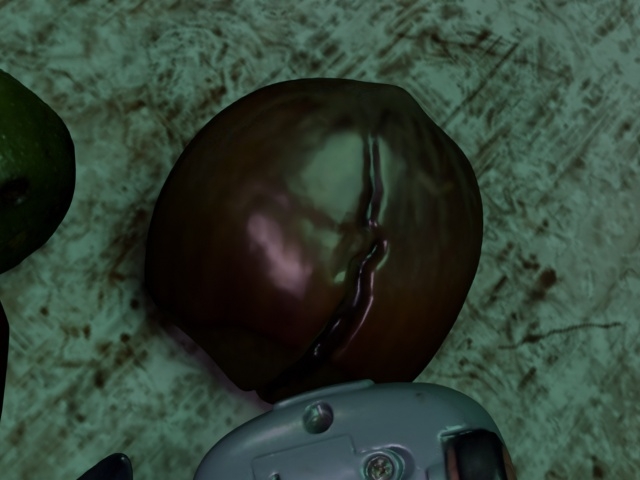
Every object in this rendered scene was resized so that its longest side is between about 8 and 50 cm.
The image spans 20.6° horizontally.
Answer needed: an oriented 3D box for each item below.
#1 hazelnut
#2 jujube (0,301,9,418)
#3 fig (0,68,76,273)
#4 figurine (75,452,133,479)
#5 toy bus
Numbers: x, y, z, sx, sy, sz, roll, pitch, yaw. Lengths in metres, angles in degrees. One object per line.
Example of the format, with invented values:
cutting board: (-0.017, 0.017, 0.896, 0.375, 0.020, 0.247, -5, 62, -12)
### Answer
hazelnut: (0.001, 0.002, 1.126, 0.212, 0.181, 0.181, 24, 55, -20)
jujube: (-0.277, 0.023, 0.843, 0.258, 0.258, 0.376, -3, 25, -32)
fig: (-0.222, -0.058, 1.070, 0.123, 0.123, 0.156, -25, 65, -37)
figurine: (-0.180, 0.228, 0.922, 0.265, 0.197, 0.175, -19, 64, -29)
toy bus: (0.050, 0.227, 1.027, 0.232, 0.194, 0.288, 25, 50, -73)
